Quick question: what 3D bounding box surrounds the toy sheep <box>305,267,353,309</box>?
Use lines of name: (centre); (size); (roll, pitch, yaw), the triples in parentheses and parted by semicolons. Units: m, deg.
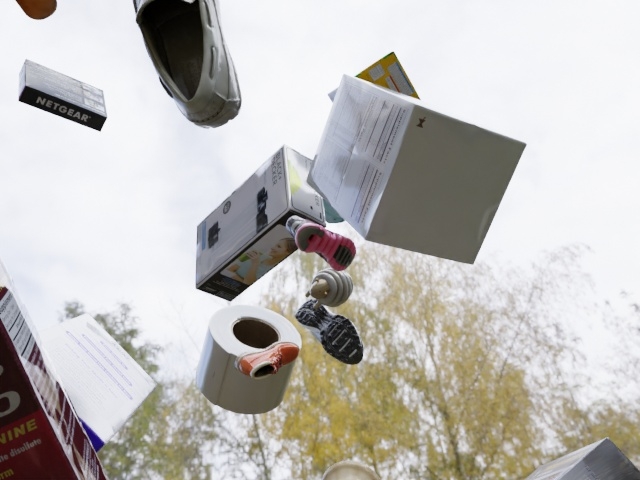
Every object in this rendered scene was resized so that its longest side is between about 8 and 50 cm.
toy sheep: (0.024, 0.100, 1.308); (0.091, 0.091, 0.132); (-43, -18, 32)

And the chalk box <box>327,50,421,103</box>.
chalk box: (0.115, -0.332, 1.463); (0.132, 0.213, 0.132); (-35, -78, -11)

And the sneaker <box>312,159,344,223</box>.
sneaker: (0.077, -0.110, 1.669); (0.365, 0.135, 0.150); (16, -50, 12)

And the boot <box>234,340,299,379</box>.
boot: (-0.104, 0.274, 1.402); (0.157, 0.084, 0.059); (-13, -74, -31)

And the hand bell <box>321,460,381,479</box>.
hand bell: (0.032, 0.491, 1.069); (0.126, 0.126, 0.242); (-23, 0, 15)

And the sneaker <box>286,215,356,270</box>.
sneaker: (0.000, 0.000, 0.812); (0.119, 0.057, 0.047); (34, -89, -45)

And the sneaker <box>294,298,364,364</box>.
sneaker: (0.040, 0.248, 1.656); (0.100, 0.271, 0.108); (-46, -55, -6)

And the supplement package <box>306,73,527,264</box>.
supplement package: (0.133, -0.118, 0.973); (0.199, 0.263, 0.198); (13, -73, -25)

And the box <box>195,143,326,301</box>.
box: (-0.122, -0.029, 1.188); (0.087, 0.169, 0.290); (26, -48, -35)

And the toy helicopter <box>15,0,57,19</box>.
toy helicopter: (-0.459, -0.402, 0.755); (0.140, 0.355, 0.235); (-42, -95, 16)

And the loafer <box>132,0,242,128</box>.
loafer: (-0.187, -0.302, 0.808); (0.112, 0.320, 0.111); (-24, -9, 12)

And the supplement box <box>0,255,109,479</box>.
supplement box: (-0.204, 0.125, 0.345); (0.130, 0.073, 0.240); (-23, -74, -14)

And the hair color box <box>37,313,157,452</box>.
hair color box: (-0.378, 0.227, 0.945); (0.110, 0.339, 0.185); (-44, -88, -1)

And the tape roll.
tape roll: (-0.186, 0.302, 1.604); (0.245, 0.246, 0.169); (9, -63, -19)

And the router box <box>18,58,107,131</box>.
router box: (-0.568, -0.320, 1.376); (0.178, 0.133, 0.046); (19, -61, -35)

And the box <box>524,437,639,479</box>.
box: (0.227, 0.308, 0.675); (0.183, 0.056, 0.231); (-33, -23, -14)
